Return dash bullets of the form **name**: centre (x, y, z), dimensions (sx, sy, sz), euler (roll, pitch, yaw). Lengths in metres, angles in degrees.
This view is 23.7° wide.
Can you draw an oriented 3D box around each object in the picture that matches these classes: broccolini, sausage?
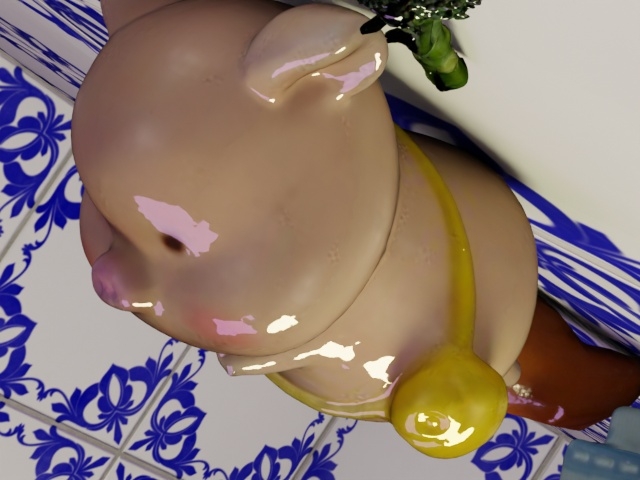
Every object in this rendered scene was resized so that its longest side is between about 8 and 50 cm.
- **broccolini**: centre (0.035, -0.063, 0.437), dimensions (0.035, 0.030, 0.140), euler (-4, 173, 12)
- **sausage**: centre (0.128, 0.074, 1.012), dimensions (0.179, 0.089, 0.089), euler (24, 177, 0)

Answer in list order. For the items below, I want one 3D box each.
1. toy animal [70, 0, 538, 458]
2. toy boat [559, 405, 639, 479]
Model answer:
- **toy animal**: centre (0.003, 0.000, 0.625), dimensions (0.165, 0.149, 0.248), euler (13, 156, 42)
- **toy boat**: centre (0.269, 0.188, 1.025), dimensions (0.145, 0.133, 0.332), euler (7, 172, 42)
